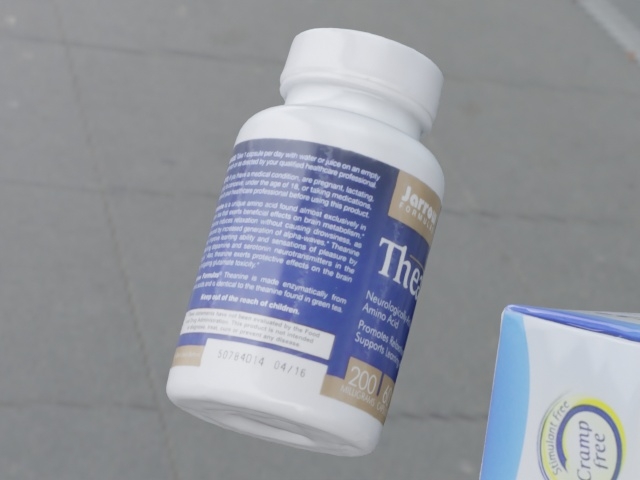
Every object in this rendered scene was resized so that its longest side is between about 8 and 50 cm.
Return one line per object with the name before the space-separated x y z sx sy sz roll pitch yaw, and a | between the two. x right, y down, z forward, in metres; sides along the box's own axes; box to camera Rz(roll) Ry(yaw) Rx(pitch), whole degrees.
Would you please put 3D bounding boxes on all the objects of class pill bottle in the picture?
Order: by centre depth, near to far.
pill bottle | 0.000 0.000 0.540 0.067 0.120 0.067 14 -14 4

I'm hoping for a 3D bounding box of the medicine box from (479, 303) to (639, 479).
medicine box | 0.207 0.176 0.885 0.149 0.263 0.289 9 3 40
